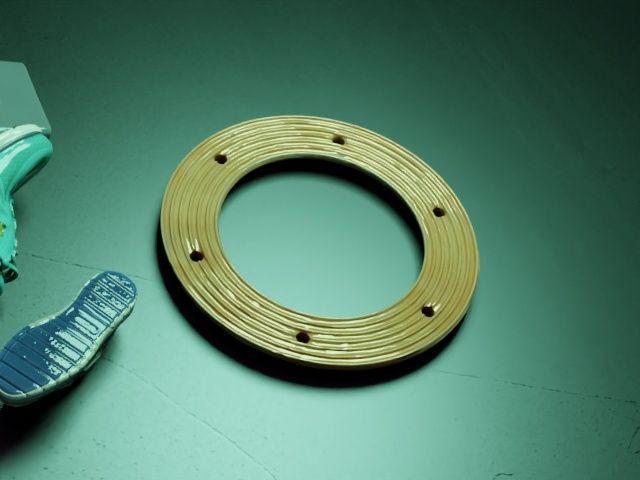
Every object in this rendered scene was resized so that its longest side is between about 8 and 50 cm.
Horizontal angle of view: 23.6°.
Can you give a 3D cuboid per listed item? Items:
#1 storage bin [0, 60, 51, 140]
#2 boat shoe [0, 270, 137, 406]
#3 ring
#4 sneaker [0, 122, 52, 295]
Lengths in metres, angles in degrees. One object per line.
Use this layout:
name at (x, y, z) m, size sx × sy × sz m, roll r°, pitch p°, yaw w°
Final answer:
storage bin at (-0.337, -0.135, 1.575) m, size 0.091 × 0.098 × 0.135 m, roll -5°, pitch 52°, yaw -32°
boat shoe at (-0.234, 0.103, 1.411) m, size 0.066 × 0.066 × 0.183 m, roll 36°, pitch 45°, yaw 13°
ring at (0.000, 0.000, 1.588) m, size 0.336 × 0.032 × 0.336 m, roll 7°, pitch 48°, yaw -8°
sneaker at (-0.333, 0.004, 1.458) m, size 0.110 × 0.107 × 0.275 m, roll 30°, pitch 60°, yaw 2°
